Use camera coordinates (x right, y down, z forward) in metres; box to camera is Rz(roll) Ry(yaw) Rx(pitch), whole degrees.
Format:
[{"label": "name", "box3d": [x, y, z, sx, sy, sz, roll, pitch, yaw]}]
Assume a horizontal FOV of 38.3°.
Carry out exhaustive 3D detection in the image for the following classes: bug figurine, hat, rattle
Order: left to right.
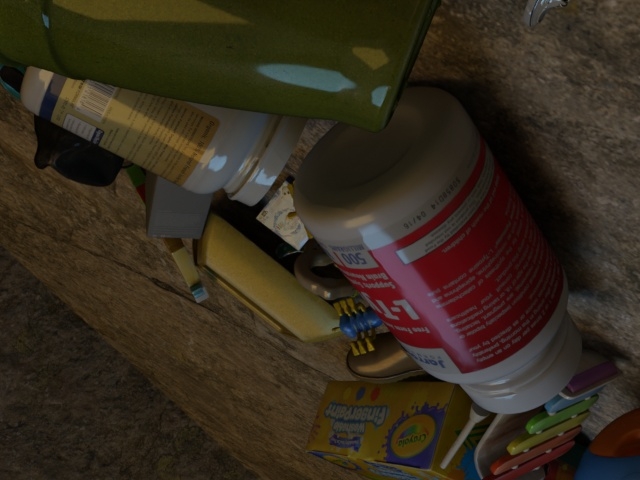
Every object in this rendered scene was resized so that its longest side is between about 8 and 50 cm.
[{"label": "hat", "box3d": [-0.418, -0.168, 1.568, 0.331, 0.134, 0.331, 24, 176, 2]}, {"label": "rattle", "box3d": [0.000, 0.000, 1.524, 0.200, 0.130, 0.143, 51, 161, 47]}, {"label": "bug figurine", "box3d": [0.063, 0.022, 1.366, 0.216, 0.072, 0.279, -18, 94, 42]}]

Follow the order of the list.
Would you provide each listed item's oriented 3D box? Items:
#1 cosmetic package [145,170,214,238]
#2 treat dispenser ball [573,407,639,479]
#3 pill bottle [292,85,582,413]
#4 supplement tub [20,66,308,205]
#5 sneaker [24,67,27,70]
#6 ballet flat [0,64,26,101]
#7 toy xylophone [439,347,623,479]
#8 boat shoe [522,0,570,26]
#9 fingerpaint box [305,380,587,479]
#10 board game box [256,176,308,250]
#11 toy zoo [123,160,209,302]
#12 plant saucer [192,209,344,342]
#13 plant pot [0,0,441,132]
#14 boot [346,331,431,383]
[{"label": "cosmetic package", "box3d": [-0.227, -0.106, 1.495, 0.107, 0.127, 0.238, 3, 156, -17]}, {"label": "treat dispenser ball", "box3d": [0.492, 0.368, 1.261, 0.288, 0.288, 0.288, 29, 156, 15]}, {"label": "pill bottle", "box3d": [0.164, 0.029, 1.144, 0.229, 0.229, 0.408, 5, 142, 50]}, {"label": "supplement tub", "box3d": [-0.183, -0.197, 1.152, 0.316, 0.228, 0.228, 27, 159, -15]}, {"label": "sneaker", "box3d": [-0.406, -0.303, 1.500, 0.228, 0.087, 0.092, 19, 136, 31]}, {"label": "ballet flat", "box3d": [-0.580, -0.353, 1.667, 0.073, 0.080, 0.232, 53, 171, 45]}, {"label": "toy xylophone", "box3d": [0.310, 0.286, 1.397, 0.081, 0.236, 0.323, 54, 153, 31]}, {"label": "boat shoe", "box3d": [0.215, -0.227, 0.840, 0.035, 0.035, 0.100, 34, 150, 11]}, {"label": "fingerpaint box", "box3d": [0.242, 0.399, 1.729, 0.371, 0.163, 0.444, 28, 161, -21]}, {"label": "board game box", "box3d": [-0.044, -0.042, 1.496, 0.090, 0.020, 0.090, 38, 119, -4]}, {"label": "toy zoo", "box3d": [-0.291, -0.003, 1.791, 0.293, 0.030, 0.192, 55, 169, 32]}, {"label": "plant saucer", "box3d": [-0.115, 0.084, 1.724, 0.333, 0.081, 0.333, 39, 171, -7]}, {"label": "plant pot", "box3d": [-0.061, -0.267, 0.809, 0.352, 0.367, 0.366, 21, 155, 3]}, {"label": "boot", "box3d": [0.122, 0.130, 1.524, 0.236, 0.089, 0.269, -9, 141, 17]}]
